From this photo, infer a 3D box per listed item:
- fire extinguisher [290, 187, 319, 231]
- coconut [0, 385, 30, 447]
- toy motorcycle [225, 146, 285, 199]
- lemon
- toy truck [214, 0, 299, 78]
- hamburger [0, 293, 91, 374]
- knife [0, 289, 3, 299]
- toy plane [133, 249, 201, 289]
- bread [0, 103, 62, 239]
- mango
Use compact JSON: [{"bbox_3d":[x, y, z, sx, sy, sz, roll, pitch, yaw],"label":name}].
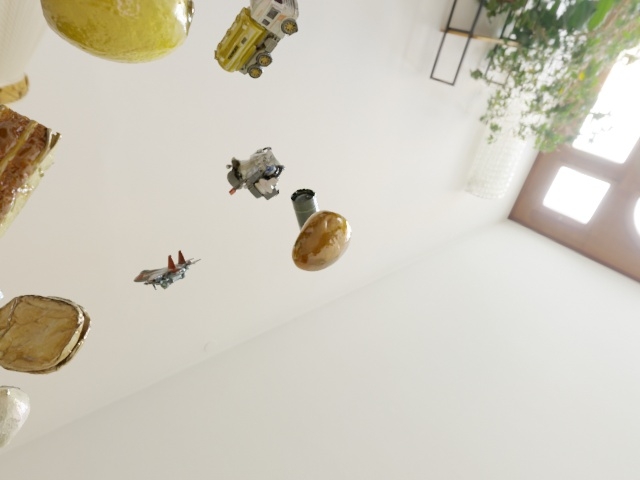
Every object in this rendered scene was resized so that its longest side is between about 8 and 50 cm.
[{"bbox_3d":[-0.035,-0.053,1.509,0.093,0.294,0.118,-29,-138,-17],"label":"fire extinguisher"},{"bbox_3d":[-0.629,0.336,0.785,0.110,0.124,0.110,34,-168,-8],"label":"coconut"},{"bbox_3d":[-0.172,-0.175,1.058,0.150,0.102,0.221,-36,-145,3],"label":"toy motorcycle"},{"bbox_3d":[-0.320,-0.414,0.662,0.219,0.240,0.240,7,-149,-21],"label":"lemon"},{"bbox_3d":[-0.153,-0.488,0.951,0.114,0.227,0.097,17,-128,-39],"label":"toy truck"},{"bbox_3d":[-0.906,0.294,1.292,0.283,0.144,0.259,21,-126,-2],"label":"hamburger"},{"bbox_3d":[-1.039,0.247,1.193,0.041,0.073,0.265,5,-136,0],"label":"knife"},{"bbox_3d":[-0.612,0.134,1.545,0.327,0.104,0.223,-24,-172,31],"label":"toy plane"},{"bbox_3d":[-0.627,-0.117,0.723,0.185,0.274,0.114,29,162,-20],"label":"bread"},{"bbox_3d":[0.000,0.000,1.090,0.109,0.147,0.227,-2,-157,41],"label":"mango"}]
